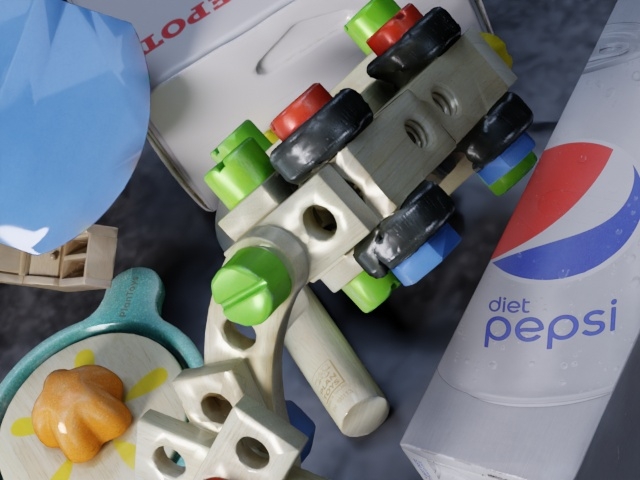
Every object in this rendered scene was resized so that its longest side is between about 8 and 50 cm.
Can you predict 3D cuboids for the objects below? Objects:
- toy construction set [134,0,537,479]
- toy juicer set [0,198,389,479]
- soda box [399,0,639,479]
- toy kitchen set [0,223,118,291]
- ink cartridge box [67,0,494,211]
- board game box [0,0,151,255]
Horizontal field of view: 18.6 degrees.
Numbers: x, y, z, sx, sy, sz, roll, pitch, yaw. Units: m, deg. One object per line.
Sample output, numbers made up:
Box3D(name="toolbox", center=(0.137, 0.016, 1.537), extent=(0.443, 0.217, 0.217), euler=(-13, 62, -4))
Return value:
Box3D(name="toy construction set", center=(0.000, 0.000, 0.931), extent=(0.215, 0.151, 0.328), euler=(-39, 19, 37))
Box3D(name="toy juicer set", center=(-0.089, 0.113, 0.999), extent=(0.209, 0.089, 0.329), euler=(28, 70, 37))
Box3D(name="soda box", center=(0.148, 0.013, 0.959), extent=(0.091, 0.098, 0.286), euler=(13, 63, 32))
Box3D(name="toy kitchen set", center=(-0.161, -0.012, 1.059), extent=(0.075, 0.083, 0.068), euler=(-6, 76, 63))
Box3D(name="ink cartridge box", center=(-0.055, -0.182, 1.181), extent=(0.207, 0.117, 0.283), euler=(-32, 49, 0))
Box3D(name="board game box", center=(-0.170, -0.068, 1.054), extent=(0.168, 0.033, 0.133), euler=(19, 88, 11))
